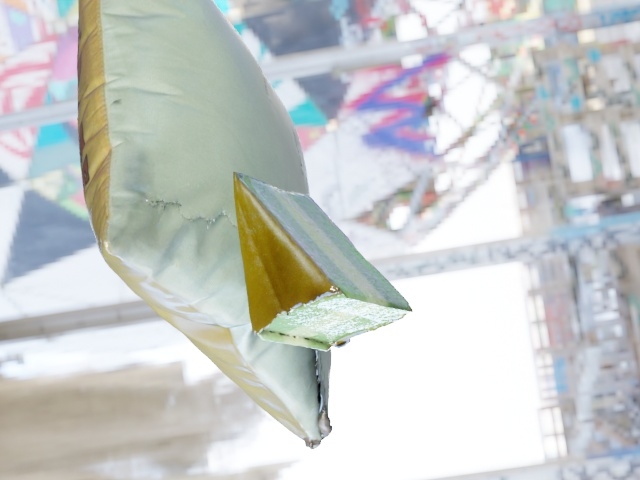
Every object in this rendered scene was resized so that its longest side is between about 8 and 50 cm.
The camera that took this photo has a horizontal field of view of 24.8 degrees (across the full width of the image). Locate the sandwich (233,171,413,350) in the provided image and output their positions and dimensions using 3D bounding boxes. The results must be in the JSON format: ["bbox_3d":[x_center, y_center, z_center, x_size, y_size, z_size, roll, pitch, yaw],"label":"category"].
[{"bbox_3d":[0.000,0.000,0.898,0.074,0.074,0.117,14,-123,-42],"label":"sandwich"}]

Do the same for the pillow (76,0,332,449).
[{"bbox_3d":[-0.081,-0.045,1.039,0.312,0.119,0.310,52,-154,-50],"label":"pillow"}]
